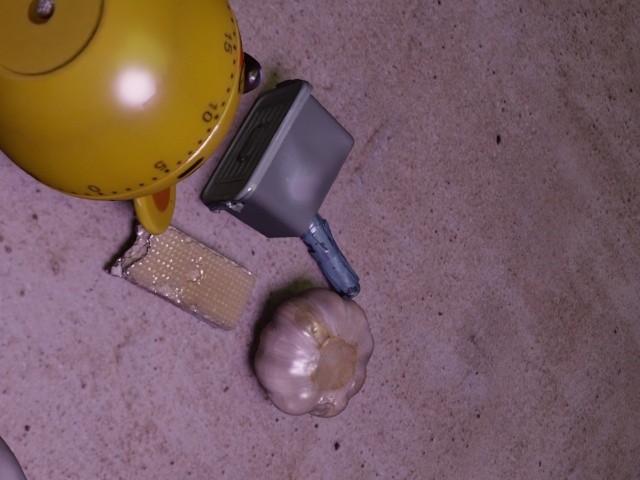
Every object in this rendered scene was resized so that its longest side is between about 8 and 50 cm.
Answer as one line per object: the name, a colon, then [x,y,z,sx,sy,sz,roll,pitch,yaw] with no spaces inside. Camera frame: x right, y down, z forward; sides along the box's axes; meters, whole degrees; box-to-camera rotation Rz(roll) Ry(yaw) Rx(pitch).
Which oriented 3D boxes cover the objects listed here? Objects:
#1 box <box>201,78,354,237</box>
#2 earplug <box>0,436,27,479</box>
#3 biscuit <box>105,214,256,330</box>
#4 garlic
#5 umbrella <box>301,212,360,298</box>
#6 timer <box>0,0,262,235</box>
box: [-0.062,-0.121,1.294,0.135,0.163,0.243,37,69,-28]
earplug: [-0.513,0.345,0.864,0.394,0.313,0.312,-25,109,-40]
biscuit: [-0.208,0.053,1.258,0.239,0.062,0.108,34,72,-37]
garlic: [-0.012,0.186,1.376,0.228,0.152,0.227,-13,110,-41]
umbrella: [0.002,-0.001,1.435,0.053,0.052,0.250,-43,114,-33]
timer: [-0.249,-0.214,1.048,0.387,0.376,0.376,38,64,-74]
